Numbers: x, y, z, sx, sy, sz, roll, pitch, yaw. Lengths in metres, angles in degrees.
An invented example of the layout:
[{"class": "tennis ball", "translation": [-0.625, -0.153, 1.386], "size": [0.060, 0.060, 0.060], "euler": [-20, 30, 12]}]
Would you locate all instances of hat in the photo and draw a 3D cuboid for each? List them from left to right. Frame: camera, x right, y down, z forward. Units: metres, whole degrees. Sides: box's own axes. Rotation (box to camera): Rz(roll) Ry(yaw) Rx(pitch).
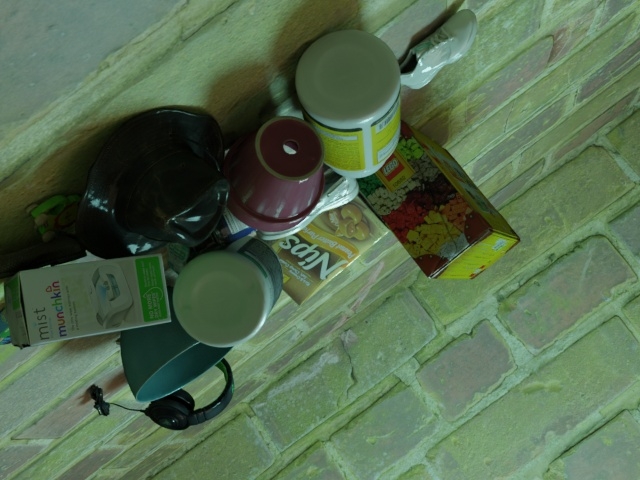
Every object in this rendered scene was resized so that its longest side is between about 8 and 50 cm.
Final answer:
[{"class": "hat", "translation": [-0.249, -0.064, 1.381], "size": [0.331, 0.134, 0.331], "euler": [-41, 154, -26]}]

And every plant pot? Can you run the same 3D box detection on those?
[{"class": "plant pot", "translation": [-0.366, 0.226, 1.953], "size": [0.290, 0.195, 0.290], "euler": [-34, 163, -12]}, {"class": "plant pot", "translation": [-0.077, -0.136, 1.505], "size": [0.201, 0.201, 0.180], "euler": [-30, 173, -22]}]

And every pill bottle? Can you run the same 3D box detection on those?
[{"class": "pill bottle", "translation": [-0.178, -0.064, 1.660], "size": [0.219, 0.122, 0.123], "euler": [-26, 162, -8]}, {"class": "pill bottle", "translation": [-0.191, 0.097, 1.810], "size": [0.204, 0.204, 0.361], "euler": [-40, -177, 9]}, {"class": "pill bottle", "translation": [0.061, -0.244, 1.562], "size": [0.188, 0.188, 0.334], "euler": [-35, 164, -6]}]

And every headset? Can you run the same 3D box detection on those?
[{"class": "headset", "translation": [-0.448, 0.422, 2.325], "size": [0.395, 0.243, 0.185], "euler": [-16, 134, -10]}]

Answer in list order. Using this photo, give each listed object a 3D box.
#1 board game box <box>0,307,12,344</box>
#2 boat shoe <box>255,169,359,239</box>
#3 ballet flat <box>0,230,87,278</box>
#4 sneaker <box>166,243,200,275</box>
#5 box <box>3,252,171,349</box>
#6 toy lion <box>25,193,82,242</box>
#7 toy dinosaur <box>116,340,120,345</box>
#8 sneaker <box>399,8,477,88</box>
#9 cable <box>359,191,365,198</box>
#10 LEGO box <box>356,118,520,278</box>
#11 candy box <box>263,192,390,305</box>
[{"class": "board game box", "translation": [-0.547, 0.142, 1.629], "size": [0.160, 0.039, 0.211], "euler": [-43, 164, 18]}, {"class": "boat shoe", "translation": [-0.042, -0.101, 1.939], "size": [0.277, 0.098, 0.096], "euler": [-31, 139, -9]}, {"class": "ballet flat", "translation": [-0.516, 0.029, 1.371], "size": [0.250, 0.058, 0.084], "euler": [-16, -179, -39]}, {"class": "sneaker", "translation": [-0.297, 0.014, 1.787], "size": [0.076, 0.065, 0.166], "euler": [-47, 173, -27]}, {"class": "box", "translation": [-0.410, 0.108, 1.398], "size": [0.231, 0.126, 0.262], "euler": [-7, 177, -26]}, {"class": "toy lion", "translation": [-0.437, -0.047, 1.360], "size": [0.096, 0.034, 0.100], "euler": [-39, 165, -21]}, {"class": "toy dinosaur", "translation": [-0.455, 0.265, 2.133], "size": [0.183, 0.053, 0.092], "euler": [-21, 156, -44]}, {"class": "sneaker", "translation": [0.238, -0.404, 1.709], "size": [0.094, 0.080, 0.212], "euler": [3, 139, -49]}, {"class": "cable", "translation": [0.062, -0.056, 2.265], "size": [0.257, 0.089, 0.257], "euler": [-37, 163, 1]}, {"class": "LEGO box", "translation": [0.312, -0.094, 2.168], "size": [0.193, 0.372, 0.500], "euler": [-41, 163, 15]}, {"class": "candy box", "translation": [0.000, 0.000, 2.101], "size": [0.316, 0.183, 0.087], "euler": [-41, -161, 10]}]
